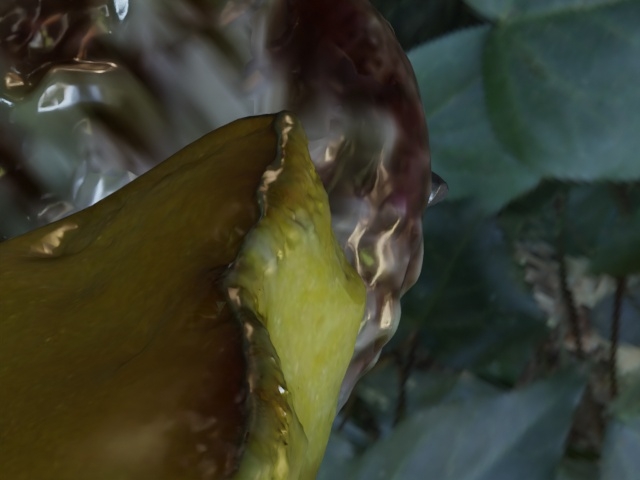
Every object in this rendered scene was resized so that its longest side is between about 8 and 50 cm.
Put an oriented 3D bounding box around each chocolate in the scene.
[{"bbox_3d":[-0.089,0.019,0.687,0.225,0.340,0.210,37,170,-14],"label":"chocolate"}]

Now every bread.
[{"bbox_3d":[-0.080,0.074,0.440,0.088,0.161,0.233,35,126,-29],"label":"bread"}]

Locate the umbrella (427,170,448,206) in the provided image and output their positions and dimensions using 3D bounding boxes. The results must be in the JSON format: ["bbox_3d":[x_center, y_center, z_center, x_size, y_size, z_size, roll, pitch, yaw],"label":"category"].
[{"bbox_3d":[-0.005,-0.006,1.123,0.071,0.248,0.071,11,111,30],"label":"umbrella"}]
